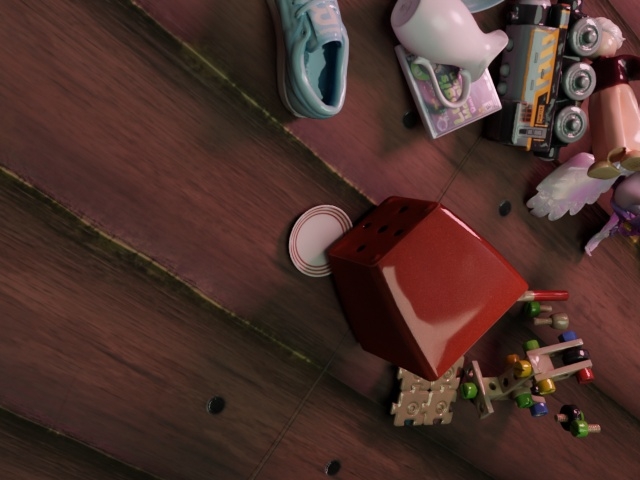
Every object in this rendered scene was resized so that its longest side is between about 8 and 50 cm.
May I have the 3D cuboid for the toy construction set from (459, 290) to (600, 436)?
[{"bbox_3d":[0.433,0.263,1.864,0.237,0.257,0.308,2,83,-18],"label":"toy construction set"}]

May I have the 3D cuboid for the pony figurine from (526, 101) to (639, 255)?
[{"bbox_3d":[0.677,-0.107,1.836,0.303,0.363,0.351,27,106,-40],"label":"pony figurine"}]

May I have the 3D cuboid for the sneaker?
[{"bbox_3d":[-0.007,-0.381,1.434,0.135,0.150,0.365,-21,114,-25],"label":"sneaker"}]

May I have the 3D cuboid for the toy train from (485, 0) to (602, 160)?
[{"bbox_3d":[0.446,-0.328,1.727,0.190,0.142,0.333,1,104,-20],"label":"toy train"}]

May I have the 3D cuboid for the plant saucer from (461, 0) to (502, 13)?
[{"bbox_3d":[0.271,-0.570,1.547,0.318,0.043,0.317,-8,126,-11],"label":"plant saucer"}]

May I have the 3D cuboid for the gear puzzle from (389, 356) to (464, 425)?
[{"bbox_3d":[0.235,0.233,1.827,0.176,0.044,0.338,5,100,-31],"label":"gear puzzle"}]

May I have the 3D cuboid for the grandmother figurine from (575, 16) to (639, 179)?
[{"bbox_3d":[0.597,-0.306,1.755,0.104,0.208,0.342,29,52,-57],"label":"grandmother figurine"}]

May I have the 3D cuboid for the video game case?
[{"bbox_3d":[0.249,-0.312,1.647,0.173,0.022,0.190,-25,99,-21],"label":"video game case"}]

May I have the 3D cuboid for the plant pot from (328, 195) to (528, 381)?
[{"bbox_3d":[0.175,0.064,1.613,0.267,0.267,0.235,-41,113,-16],"label":"plant pot"}]

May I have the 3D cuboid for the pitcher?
[{"bbox_3d":[0.222,-0.355,1.568,0.207,0.125,0.177,25,90,-31],"label":"pitcher"}]

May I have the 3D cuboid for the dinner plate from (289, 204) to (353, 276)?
[{"bbox_3d":[0.000,0.000,1.633,0.141,0.017,0.141,-10,110,-28],"label":"dinner plate"}]
